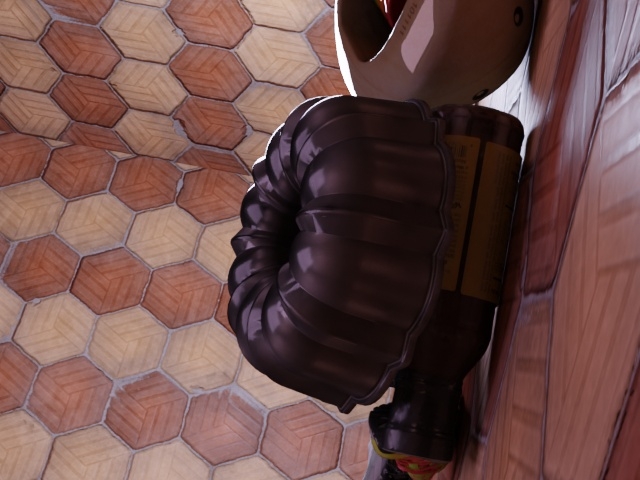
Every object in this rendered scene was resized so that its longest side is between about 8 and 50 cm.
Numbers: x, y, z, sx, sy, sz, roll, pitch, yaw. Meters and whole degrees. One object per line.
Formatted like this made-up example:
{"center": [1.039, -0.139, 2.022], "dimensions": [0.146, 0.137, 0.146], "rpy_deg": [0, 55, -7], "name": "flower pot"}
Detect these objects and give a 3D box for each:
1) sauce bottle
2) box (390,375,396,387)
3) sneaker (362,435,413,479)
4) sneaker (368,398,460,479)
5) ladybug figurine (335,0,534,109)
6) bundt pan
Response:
{"center": [0.122, 0.042, 1.075], "dimensions": [0.111, 0.111, 0.344], "rpy_deg": [81, -158, -81], "name": "sauce bottle"}
{"center": [0.084, 0.129, 1.327], "dimensions": [0.232, 0.183, 0.059], "rpy_deg": [89, -169, -71], "name": "box"}
{"center": [0.099, 0.349, 1.538], "dimensions": [0.108, 0.100, 0.271], "rpy_deg": [106, 177, -59], "name": "sneaker"}
{"center": [0.109, 0.222, 1.185], "dimensions": [0.208, 0.082, 0.094], "rpy_deg": [0, -87, -67], "name": "sneaker"}
{"center": [0.137, -0.303, 1.326], "dimensions": [0.449, 0.162, 0.305], "rpy_deg": [-105, 33, -55], "name": "ladybug figurine"}
{"center": [0.000, 0.000, 1.092], "dimensions": [0.331, 0.124, 0.330], "rpy_deg": [-46, 36, 50], "name": "bundt pan"}
